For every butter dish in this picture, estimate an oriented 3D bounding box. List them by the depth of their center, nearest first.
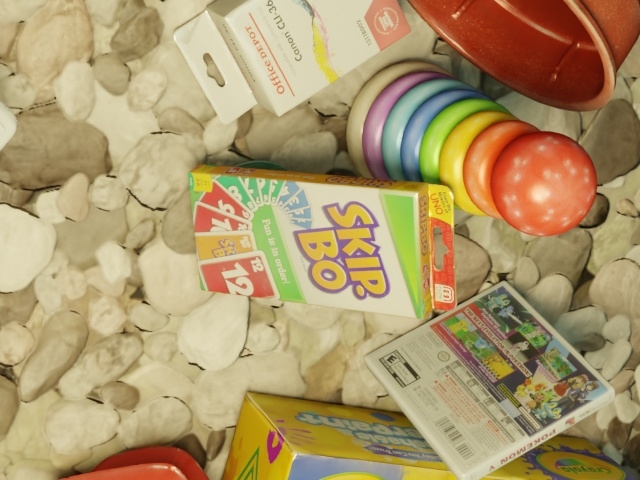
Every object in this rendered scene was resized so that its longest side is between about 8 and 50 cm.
[{"bbox_3d":[-0.161,0.261,1.356,0.160,0.118,0.160,-14,118,26],"label":"butter dish"}]

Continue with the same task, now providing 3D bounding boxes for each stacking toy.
[{"bbox_3d":[0.147,-0.074,1.256,0.141,0.330,0.141,-7,108,-21],"label":"stacking toy"}]

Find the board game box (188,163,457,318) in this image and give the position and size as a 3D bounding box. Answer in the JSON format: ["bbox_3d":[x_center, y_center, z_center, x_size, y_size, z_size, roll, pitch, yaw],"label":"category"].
[{"bbox_3d":[0.000,0.000,1.259,0.259,0.039,0.124,5,113,23],"label":"board game box"}]

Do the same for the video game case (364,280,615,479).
[{"bbox_3d":[0.171,0.142,1.406,0.183,0.201,0.023,-28,132,-12],"label":"video game case"}]

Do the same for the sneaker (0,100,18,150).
[{"bbox_3d":[-0.335,-0.007,1.154,0.210,0.137,0.366,-44,122,-31],"label":"sneaker"}]

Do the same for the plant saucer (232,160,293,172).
[{"bbox_3d":[-0.068,-0.024,1.356,0.119,0.021,0.119,-7,108,-21],"label":"plant saucer"}]

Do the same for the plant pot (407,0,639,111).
[{"bbox_3d":[0.239,-0.310,1.276,0.272,0.272,0.265,45,79,-26],"label":"plant pot"}]

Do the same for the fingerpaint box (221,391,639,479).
[{"bbox_3d":[0.093,0.385,1.464,0.445,0.163,0.371,10,102,-25],"label":"fingerpaint box"}]

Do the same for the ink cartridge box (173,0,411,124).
[{"bbox_3d":[-0.027,-0.199,1.295,0.198,0.067,0.115,-34,116,-9],"label":"ink cartridge box"}]
